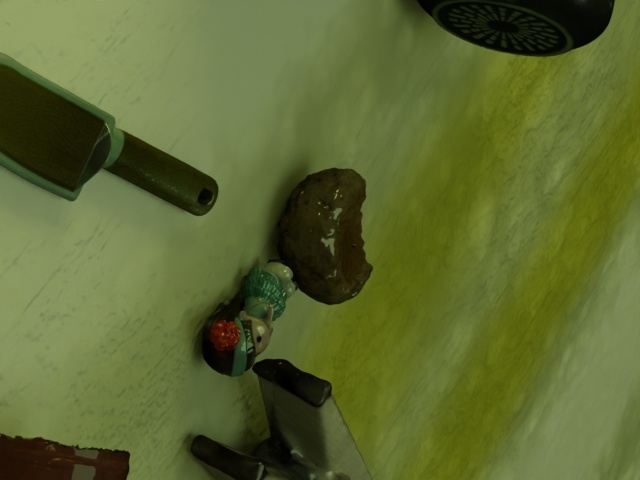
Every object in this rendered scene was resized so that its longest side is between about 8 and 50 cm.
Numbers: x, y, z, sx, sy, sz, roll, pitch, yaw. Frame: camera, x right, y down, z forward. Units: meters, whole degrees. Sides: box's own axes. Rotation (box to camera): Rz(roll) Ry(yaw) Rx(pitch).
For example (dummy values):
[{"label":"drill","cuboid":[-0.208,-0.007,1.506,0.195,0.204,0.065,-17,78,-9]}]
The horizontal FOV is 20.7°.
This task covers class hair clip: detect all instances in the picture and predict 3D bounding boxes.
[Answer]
[{"label":"hair clip","cuboid":[-0.009,0.209,1.470,0.101,0.085,0.331,-61,154,-19]}]

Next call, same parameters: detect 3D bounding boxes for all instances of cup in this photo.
[{"label":"cup","cuboid":[0.150,-0.262,1.431,0.223,0.169,0.176,24,79,-33]}]

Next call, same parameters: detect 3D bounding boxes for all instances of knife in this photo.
[{"label":"knife","cuboid":[-0.147,-0.054,1.098,0.061,0.027,0.343,-66,154,-3]}]

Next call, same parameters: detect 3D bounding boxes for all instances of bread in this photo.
[{"label":"bread","cuboid":[0.000,0.000,1.387,0.082,0.060,0.113,-42,139,-47]}]

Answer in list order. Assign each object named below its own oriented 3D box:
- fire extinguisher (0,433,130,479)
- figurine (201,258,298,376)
[{"label":"fire extinguisher","cuboid":[-0.200,0.282,1.046,0.147,0.106,0.337,24,72,-62]},{"label":"figurine","cuboid":[-0.053,0.056,1.332,0.106,0.047,0.060,-55,166,-40]}]
